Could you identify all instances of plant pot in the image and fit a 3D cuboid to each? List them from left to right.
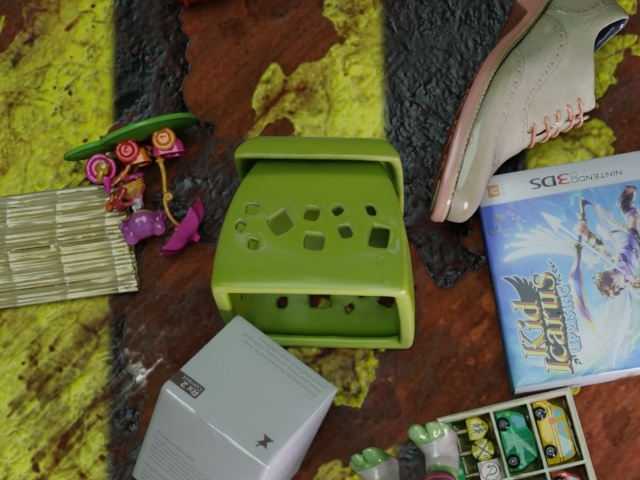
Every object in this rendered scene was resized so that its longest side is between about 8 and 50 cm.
[{"bbox_3d":[0.000,0.000,1.827,0.227,0.228,0.207,1,69,5],"label":"plant pot"}]

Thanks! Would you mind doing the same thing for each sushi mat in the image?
[{"bbox_3d":[-0.392,0.013,1.953,0.316,0.019,0.151,-7,75,2],"label":"sushi mat"}]

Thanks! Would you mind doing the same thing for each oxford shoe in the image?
[{"bbox_3d":[0.256,-0.172,1.863,0.146,0.140,0.397,28,69,5],"label":"oxford shoe"}]

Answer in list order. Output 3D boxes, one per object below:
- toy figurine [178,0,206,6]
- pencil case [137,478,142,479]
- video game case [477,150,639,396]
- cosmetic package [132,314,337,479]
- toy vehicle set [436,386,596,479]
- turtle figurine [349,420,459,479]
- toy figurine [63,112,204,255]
[{"bbox_3d":[-0.143,-0.426,1.948,0.148,0.213,0.209,-24,73,-11],"label":"toy figurine"},{"bbox_3d":[-0.147,0.357,1.820,0.206,0.086,0.088,39,115,13],"label":"pencil case"},{"bbox_3d":[0.329,0.037,1.870,0.244,0.061,0.269,-10,76,3],"label":"video game case"},{"bbox_3d":[-0.101,0.220,1.770,0.151,0.183,0.151,36,47,11],"label":"cosmetic package"},{"bbox_3d":[0.249,0.321,1.818,0.166,0.035,0.267,-14,75,1],"label":"toy vehicle set"},{"bbox_3d":[0.087,0.337,1.714,0.275,0.198,0.266,6,52,-18],"label":"turtle figurine"},{"bbox_3d":[-0.216,-0.056,1.912,0.173,0.130,0.159,-17,85,-2],"label":"toy figurine"}]
